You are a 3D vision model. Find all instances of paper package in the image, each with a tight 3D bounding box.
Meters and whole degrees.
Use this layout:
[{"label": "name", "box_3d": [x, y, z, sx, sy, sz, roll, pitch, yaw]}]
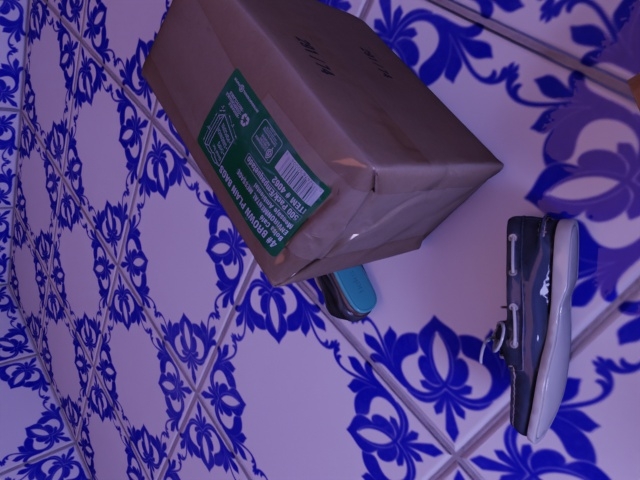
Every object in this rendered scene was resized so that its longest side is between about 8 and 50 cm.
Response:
[{"label": "paper package", "box_3d": [0.005, -0.140, 0.525, 0.324, 0.310, 0.168, 55, 128, 20]}]

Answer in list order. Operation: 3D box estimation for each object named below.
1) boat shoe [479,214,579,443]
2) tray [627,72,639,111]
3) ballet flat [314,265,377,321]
[{"label": "boat shoe", "box_3d": [0.236, 0.098, 0.496, 0.079, 0.095, 0.254, 8, 100, 40]}, {"label": "tray", "box_3d": [0.414, -0.122, 0.212, 0.411, 0.076, 0.202, -36, 50, 52]}, {"label": "ballet flat", "box_3d": [0.000, 0.000, 0.703, 0.096, 0.095, 0.280, -27, 78, 53]}]
